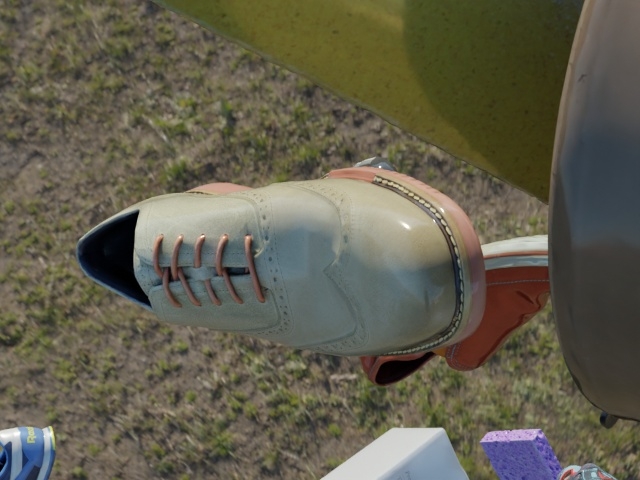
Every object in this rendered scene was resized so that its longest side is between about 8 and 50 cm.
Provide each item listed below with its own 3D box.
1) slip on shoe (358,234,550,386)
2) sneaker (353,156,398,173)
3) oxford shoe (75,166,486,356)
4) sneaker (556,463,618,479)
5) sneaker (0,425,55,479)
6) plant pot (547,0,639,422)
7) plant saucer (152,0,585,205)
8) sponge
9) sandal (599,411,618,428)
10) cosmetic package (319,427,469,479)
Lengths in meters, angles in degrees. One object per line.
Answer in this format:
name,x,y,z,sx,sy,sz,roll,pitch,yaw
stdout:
slip on shoe,0.142,0.064,0.809,0.123,0.331,0.101,-3,74,-38
sneaker,0.000,0.000,0.940,0.132,0.228,0.086,-29,81,-27
oxford shoe,-0.051,0.026,0.661,0.147,0.397,0.140,-12,97,-36
sneaker,0.319,0.322,1.052,0.125,0.262,0.104,37,91,36
sneaker,-0.302,0.245,0.865,0.053,0.059,0.144,17,91,59
plant pot,0.246,-0.030,0.332,0.229,0.263,0.263,13,62,37
plant saucer,0.066,-0.206,0.434,0.333,0.081,0.332,23,56,-27
sponge,0.336,0.387,1.374,0.031,0.117,0.210,-33,97,-35
sandal,0.503,0.225,1.417,0.040,0.067,0.179,21,70,42
cosmetic package,0.053,0.522,1.492,0.453,0.161,0.230,-27,95,-32
